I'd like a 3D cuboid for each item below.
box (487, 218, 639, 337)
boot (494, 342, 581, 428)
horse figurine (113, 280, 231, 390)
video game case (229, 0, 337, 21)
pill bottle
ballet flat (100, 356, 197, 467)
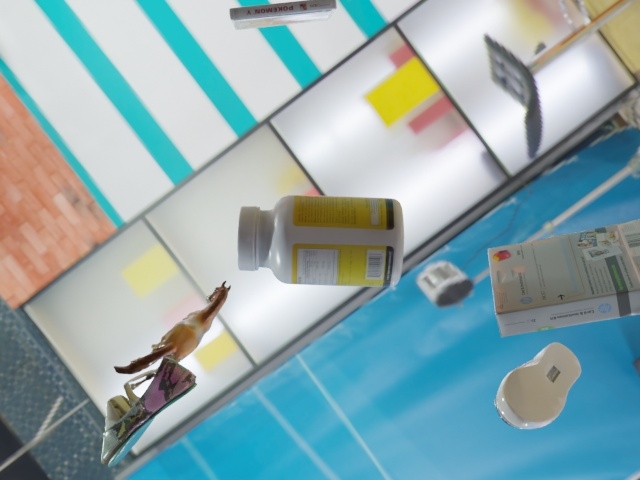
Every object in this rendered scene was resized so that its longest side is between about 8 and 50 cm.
[{"bbox_3d":[0.291,0.041,0.950,0.145,0.186,0.038,-78,-27,-60],"label":"box"},{"bbox_3d":[0.232,0.183,0.944,0.069,0.086,0.190,50,-147,17],"label":"boot"},{"bbox_3d":[-0.265,0.183,1.516,0.066,0.174,0.263,53,-155,-3],"label":"horse figurine"},{"bbox_3d":[-0.069,-0.407,1.495,0.201,0.183,0.023,-110,13,-81],"label":"video game case"},{"bbox_3d":[0.000,0.000,0.947,0.103,0.184,0.103,-178,90,-89],"label":"pill bottle"},{"bbox_3d":[-0.273,0.250,1.242,0.079,0.221,0.077,47,-156,4],"label":"ballet flat"}]
